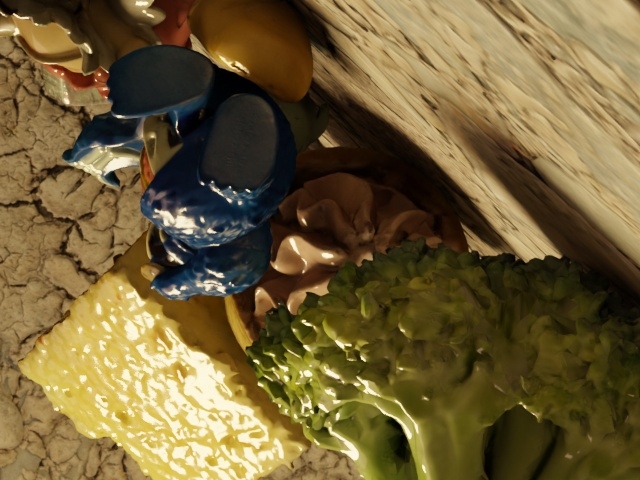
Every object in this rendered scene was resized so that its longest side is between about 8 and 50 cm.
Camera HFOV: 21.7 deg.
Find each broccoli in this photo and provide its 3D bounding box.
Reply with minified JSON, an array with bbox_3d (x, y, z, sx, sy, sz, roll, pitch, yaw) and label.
[{"bbox_3d":[0.066,0.171,0.940,0.353,0.397,0.275,48,156,33],"label":"broccoli"}]

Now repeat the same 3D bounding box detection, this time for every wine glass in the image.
[{"bbox_3d":[-0.060,-0.081,1.338,0.079,0.079,0.195,44,-150,3],"label":"wine glass"}]

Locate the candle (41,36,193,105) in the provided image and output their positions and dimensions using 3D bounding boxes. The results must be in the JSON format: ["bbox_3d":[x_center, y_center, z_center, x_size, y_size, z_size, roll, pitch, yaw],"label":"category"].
[{"bbox_3d":[-0.246,-0.225,1.877,0.192,0.168,0.068,43,173,-36],"label":"candle"}]

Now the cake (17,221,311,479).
[{"bbox_3d":[-0.074,0.058,1.466,0.222,0.286,0.227,46,138,-7],"label":"cake"}]

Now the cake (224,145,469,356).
[{"bbox_3d":[0.022,0.014,1.253,0.185,0.207,0.178,9,156,-4],"label":"cake"}]

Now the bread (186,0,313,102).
[{"bbox_3d":[-0.040,-0.134,1.082,0.082,0.056,0.115,33,-173,-18],"label":"bread"}]

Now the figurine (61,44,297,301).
[{"bbox_3d":[-0.081,-0.044,1.154,0.164,0.121,0.262,56,159,2],"label":"figurine"}]

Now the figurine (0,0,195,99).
[{"bbox_3d":[-0.176,-0.187,1.205,0.207,0.166,0.387,61,177,8],"label":"figurine"}]
